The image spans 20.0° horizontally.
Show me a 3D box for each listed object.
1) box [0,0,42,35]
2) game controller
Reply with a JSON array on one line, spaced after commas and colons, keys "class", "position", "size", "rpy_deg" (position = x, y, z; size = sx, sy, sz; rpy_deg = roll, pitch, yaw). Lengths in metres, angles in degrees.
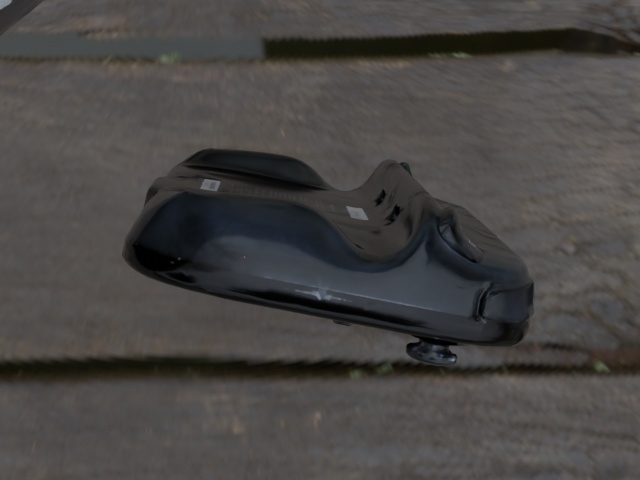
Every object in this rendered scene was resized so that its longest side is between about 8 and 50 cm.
[{"class": "box", "position": [-0.335, -0.222, 0.668], "size": [0.480, 0.297, 0.472], "rpy_deg": [-42, 94, -11]}, {"class": "game controller", "position": [0.000, 0.000, 0.840], "size": [0.166, 0.319, 0.067], "rpy_deg": [3, 96, -2]}]
